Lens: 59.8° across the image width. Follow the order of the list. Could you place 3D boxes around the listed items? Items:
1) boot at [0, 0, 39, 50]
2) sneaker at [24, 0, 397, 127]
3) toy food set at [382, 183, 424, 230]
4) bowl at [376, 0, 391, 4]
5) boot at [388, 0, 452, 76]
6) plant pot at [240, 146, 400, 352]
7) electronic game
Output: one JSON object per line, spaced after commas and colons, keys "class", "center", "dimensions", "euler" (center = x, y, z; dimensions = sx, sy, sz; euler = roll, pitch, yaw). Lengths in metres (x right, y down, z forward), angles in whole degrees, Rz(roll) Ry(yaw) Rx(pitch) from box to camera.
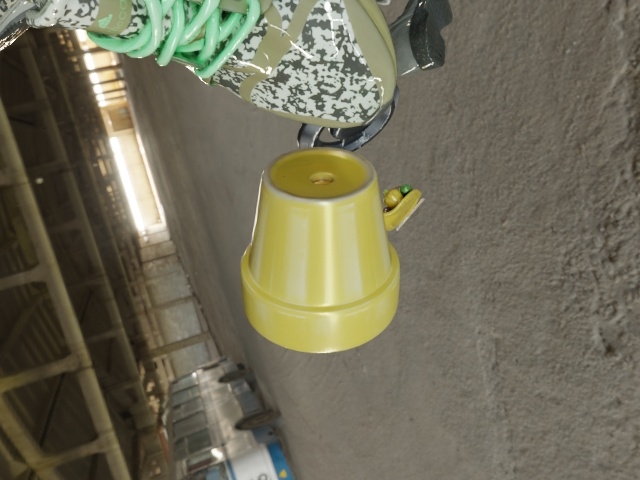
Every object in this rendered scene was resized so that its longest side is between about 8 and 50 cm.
{"class": "boot", "center": [-0.480, -0.331, 0.720], "dimensions": [0.178, 0.236, 0.085], "euler": [49, 164, -22]}
{"class": "sneaker", "center": [-0.123, -0.166, 0.374], "dimensions": [0.158, 0.410, 0.182], "euler": [-41, 32, 42]}
{"class": "toy food set", "center": [0.191, -0.093, 1.423], "dimensions": [0.071, 0.128, 0.218], "euler": [41, -171, 14]}
{"class": "bowl", "center": [0.037, -0.548, 0.895], "dimensions": [0.163, 0.312, 0.311], "euler": [-53, 38, 13]}
{"class": "boot", "center": [0.112, -0.324, 0.868], "dimensions": [0.083, 0.161, 0.246], "euler": [50, -139, -35]}
{"class": "plant pot", "center": [0.000, 0.000, 0.851], "dimensions": [0.254, 0.254, 0.239], "euler": [-125, 28, -48]}
{"class": "electronic game", "center": [0.057, -0.240, 1.107], "dimensions": [0.048, 0.229, 0.229], "euler": [59, 160, 19]}
